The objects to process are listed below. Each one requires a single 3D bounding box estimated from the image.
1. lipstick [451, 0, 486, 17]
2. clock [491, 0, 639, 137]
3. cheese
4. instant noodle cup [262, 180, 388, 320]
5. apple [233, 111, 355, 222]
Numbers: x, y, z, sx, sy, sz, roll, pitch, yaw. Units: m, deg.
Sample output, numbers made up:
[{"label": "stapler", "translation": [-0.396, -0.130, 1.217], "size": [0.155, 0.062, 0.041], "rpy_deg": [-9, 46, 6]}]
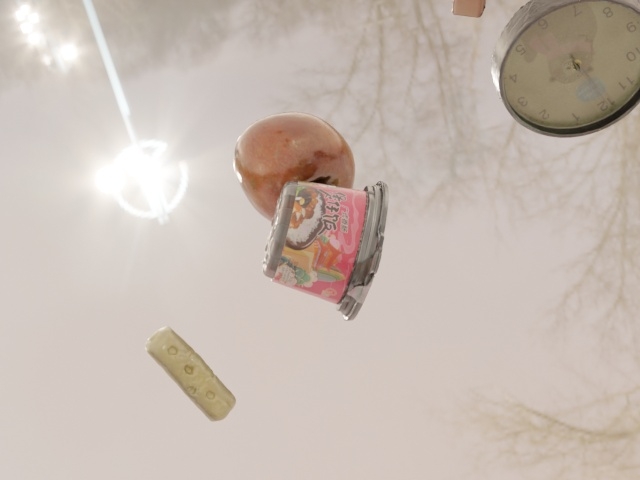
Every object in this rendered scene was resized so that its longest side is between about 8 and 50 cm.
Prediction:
[{"label": "lipstick", "translation": [0.200, -0.365, 1.321], "size": [0.045, 0.145, 0.045], "rpy_deg": [12, -130, 12]}, {"label": "clock", "translation": [0.427, -0.293, 1.683], "size": [0.281, 0.280, 0.055], "rpy_deg": [-14, -140, 7]}, {"label": "cheese", "translation": [-0.222, 0.230, 1.743], "size": [0.065, 0.194, 0.043], "rpy_deg": [-46, -167, -20]}, {"label": "instant noodle cup", "translation": [0.000, 0.000, 1.804], "size": [0.182, 0.258, 0.302], "rpy_deg": [14, 173, -6]}, {"label": "apple", "translation": [-0.059, -0.147, 2.038], "size": [0.254, 0.253, 0.253], "rpy_deg": [-15, -162, 5]}]
